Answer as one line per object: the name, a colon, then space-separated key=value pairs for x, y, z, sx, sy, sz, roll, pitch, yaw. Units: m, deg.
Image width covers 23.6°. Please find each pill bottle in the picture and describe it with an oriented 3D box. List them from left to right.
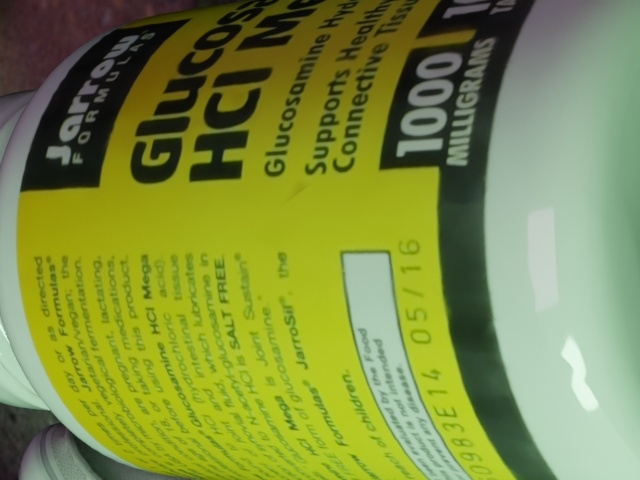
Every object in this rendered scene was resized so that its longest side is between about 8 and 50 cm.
pill bottle: x=0.000 y=0.000 z=0.575 sx=0.334 sy=0.188 sz=0.188 roll=-2 pitch=99 yaw=40

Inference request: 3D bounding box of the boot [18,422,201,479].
boot: x=-0.023 y=0.131 z=0.702 sx=0.258 sy=0.095 sz=0.123 roll=35 pitch=113 yaw=21
